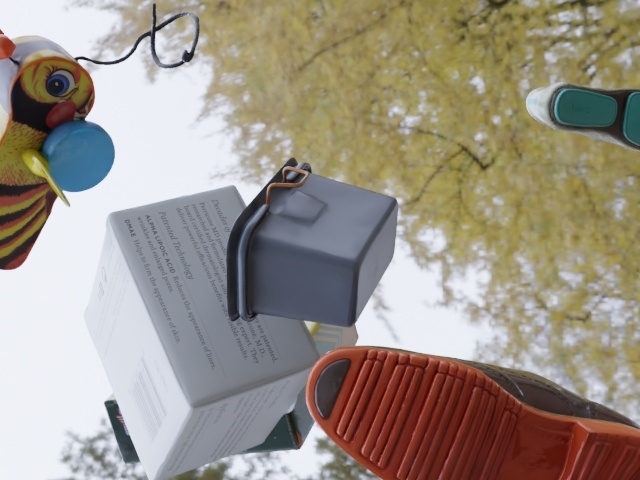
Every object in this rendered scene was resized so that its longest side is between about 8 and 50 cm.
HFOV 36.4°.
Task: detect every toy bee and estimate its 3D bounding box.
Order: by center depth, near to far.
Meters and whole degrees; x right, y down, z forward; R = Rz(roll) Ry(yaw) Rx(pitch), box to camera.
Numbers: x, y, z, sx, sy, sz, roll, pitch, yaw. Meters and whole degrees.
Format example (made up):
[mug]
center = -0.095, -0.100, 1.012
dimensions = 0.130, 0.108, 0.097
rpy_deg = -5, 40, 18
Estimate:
[toy bee]
center = -0.271, -0.124, 0.903
dimensions = 0.162, 0.195, 0.298
rpy_deg = 33, -104, -50

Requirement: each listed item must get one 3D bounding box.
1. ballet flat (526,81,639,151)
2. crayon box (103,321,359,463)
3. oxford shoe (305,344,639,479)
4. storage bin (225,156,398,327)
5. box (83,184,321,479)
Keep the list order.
[ballet flat]
center = 0.266, -0.119, 0.908
dimensions = 0.168, 0.052, 0.057
rpy_deg = 11, -85, -25
[crayon box]
center = -0.079, 0.132, 1.108
dimensions = 0.318, 0.202, 0.081
rpy_deg = -51, -50, -64
[oxford shoe]
center = 0.113, 0.130, 0.689
dimensions = 0.271, 0.098, 0.097
rpy_deg = 21, -78, -13
[storage bin]
center = 0.000, 0.000, 0.710
dimensions = 0.135, 0.091, 0.098
rpy_deg = -55, -27, -55
[box]
center = -0.110, 0.082, 0.836
dimensions = 0.119, 0.181, 0.182
rpy_deg = -15, -115, -29
